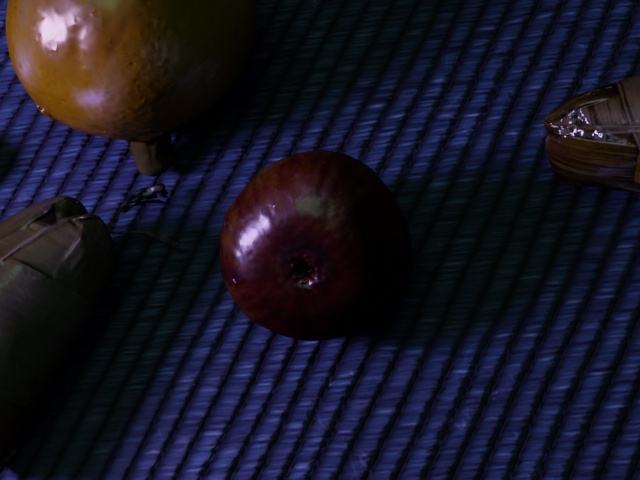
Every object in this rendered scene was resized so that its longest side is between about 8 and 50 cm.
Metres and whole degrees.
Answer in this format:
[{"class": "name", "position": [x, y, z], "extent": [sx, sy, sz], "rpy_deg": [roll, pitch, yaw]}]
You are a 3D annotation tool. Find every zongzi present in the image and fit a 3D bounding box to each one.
[{"class": "zongzi", "position": [0.427, -0.066, 1.729], "extent": [0.286, 0.134, 0.288], "rpy_deg": [-16, 71, 14]}, {"class": "zongzi", "position": [-0.445, 0.023, 1.838], "extent": [0.418, 0.181, 0.447], "rpy_deg": [29, 74, 12]}]

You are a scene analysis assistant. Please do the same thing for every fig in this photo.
[{"class": "fig", "position": [-0.004, 0.008, 1.763], "extent": [0.235, 0.214, 0.235], "rpy_deg": [0, 86, -5]}]

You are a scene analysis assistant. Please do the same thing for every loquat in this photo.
[{"class": "loquat", "position": [-0.246, -0.258, 1.888], "extent": [0.328, 0.328, 0.359], "rpy_deg": [-3, 106, 13]}]
